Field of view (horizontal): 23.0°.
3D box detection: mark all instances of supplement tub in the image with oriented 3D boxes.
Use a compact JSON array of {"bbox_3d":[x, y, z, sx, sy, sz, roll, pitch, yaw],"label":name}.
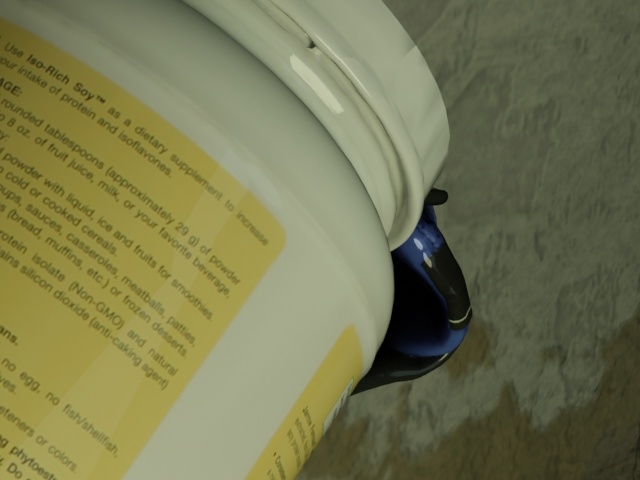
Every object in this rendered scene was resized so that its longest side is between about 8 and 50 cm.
[{"bbox_3d":[-0.122,0.043,0.562,0.331,0.241,0.241,-55,138,-22],"label":"supplement tub"}]

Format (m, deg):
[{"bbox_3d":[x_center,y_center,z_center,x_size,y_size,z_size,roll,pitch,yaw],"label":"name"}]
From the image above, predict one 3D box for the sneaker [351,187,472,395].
[{"bbox_3d":[0.000,0.001,0.837,0.315,0.182,0.127,-63,149,-52],"label":"sneaker"}]
